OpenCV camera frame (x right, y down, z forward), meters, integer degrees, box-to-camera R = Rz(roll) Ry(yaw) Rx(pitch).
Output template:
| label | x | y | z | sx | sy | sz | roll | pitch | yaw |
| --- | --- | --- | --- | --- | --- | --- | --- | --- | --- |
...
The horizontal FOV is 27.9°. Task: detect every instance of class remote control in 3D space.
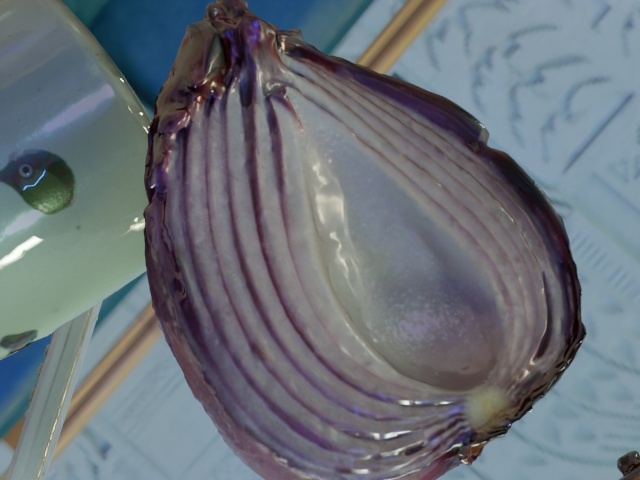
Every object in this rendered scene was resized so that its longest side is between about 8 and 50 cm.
| label | x | y | z | sx | sy | sz | roll | pitch | yaw |
| --- | --- | --- | --- | --- | --- | --- | --- | --- | --- |
| remote control | -0.207 | 0.111 | 1.012 | 0.087 | 0.029 | 0.190 | 124 | -18 | -70 |

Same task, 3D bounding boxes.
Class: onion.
| label | x | y | z | sx | sy | sz | roll | pitch | yaw |
| --- | --- | --- | --- | --- | --- | --- | --- | --- | --- |
| onion | 0.000 | 0.000 | 0.696 | 0.227 | 0.283 | 0.120 | -22 | 168 | -31 |

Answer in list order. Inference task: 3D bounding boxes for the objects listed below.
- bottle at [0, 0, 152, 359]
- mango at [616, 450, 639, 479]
| label | x | y | z | sx | sy | sz | roll | pitch | yaw |
| --- | --- | --- | --- | --- | --- | --- | --- | --- | --- |
| bottle | -0.278 | 0.001 | 0.780 | 0.352 | 0.229 | 0.229 | -34 | 169 | -17 |
| mango | 0.293 | 0.258 | 0.679 | 0.221 | 0.384 | 0.199 | -45 | 158 | 4 |
